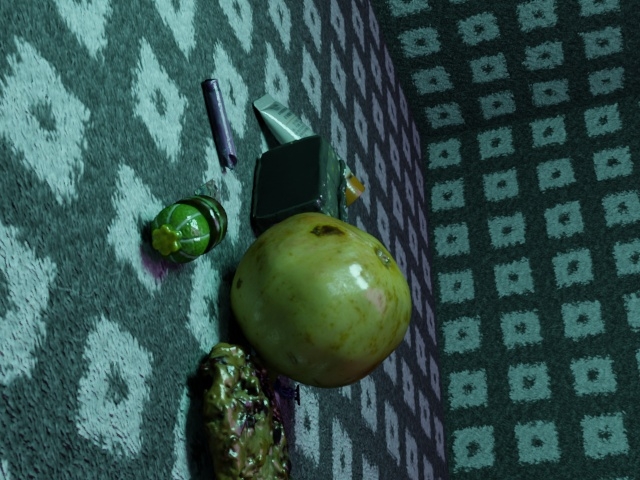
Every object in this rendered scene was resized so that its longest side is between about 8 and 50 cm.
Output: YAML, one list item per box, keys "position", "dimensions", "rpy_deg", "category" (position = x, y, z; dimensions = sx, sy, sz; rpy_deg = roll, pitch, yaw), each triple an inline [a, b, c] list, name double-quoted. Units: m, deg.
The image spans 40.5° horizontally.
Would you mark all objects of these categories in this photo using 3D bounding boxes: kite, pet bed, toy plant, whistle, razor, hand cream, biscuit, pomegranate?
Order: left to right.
- position: [-0.204, -0.017, 1.330]
  dimensions: [0.162, 0.093, 0.092]
  rpy_deg: [-42, 120, -67]
  category: "toy plant"
- position: [-0.192, -0.050, 1.545]
  dimensions: [0.139, 0.011, 0.156]
  rpy_deg: [56, 27, -50]
  category: "kite"
- position: [-0.187, -0.217, 1.628]
  dimensions: [0.033, 0.033, 0.176]
  rpy_deg: [-36, 115, -73]
  category: "whistle"
- position: [-0.108, 0.325, 1.405]
  dimensions: [0.289, 0.081, 0.334]
  rpy_deg: [-17, 93, -81]
  category: "biscuit"
- position: [-0.074, 0.291, 1.701]
  dimensions: [0.154, 0.028, 0.044]
  rpy_deg: [49, 34, -63]
  category: "razor"
- position: [-0.037, -0.085, 1.808]
  dimensions: [0.159, 0.183, 0.211]
  rpy_deg: [53, 28, -46]
  category: "pet bed"
- position: [-0.030, -0.204, 1.944]
  dimensions: [0.314, 0.089, 0.139]
  rpy_deg: [51, 20, -4]
  category: "hand cream"
- position: [-0.015, 0.125, 1.555]
  dimensions: [0.342, 0.342, 0.342]
  rpy_deg: [-10, 90, -74]
  category: "pomegranate"

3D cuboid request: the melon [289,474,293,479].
- position: [-0.045, 0.555, 1.638]
  dimensions: [0.114, 0.053, 0.261]
  rpy_deg: [-26, 101, -55]
  category: "melon"
